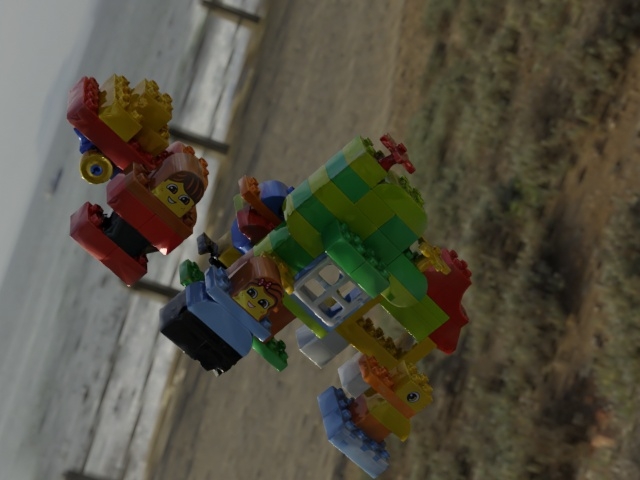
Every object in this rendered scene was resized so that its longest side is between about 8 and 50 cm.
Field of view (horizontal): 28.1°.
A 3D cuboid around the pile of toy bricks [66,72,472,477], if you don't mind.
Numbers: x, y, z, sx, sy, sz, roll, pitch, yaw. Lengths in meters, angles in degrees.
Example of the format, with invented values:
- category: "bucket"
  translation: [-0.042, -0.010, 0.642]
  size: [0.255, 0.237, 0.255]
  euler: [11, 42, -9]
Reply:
- category: "pile of toy bricks"
  translation: [0.000, 0.000, 0.526]
  size: [0.105, 0.212, 0.118]
  euler: [-40, 28, 13]
